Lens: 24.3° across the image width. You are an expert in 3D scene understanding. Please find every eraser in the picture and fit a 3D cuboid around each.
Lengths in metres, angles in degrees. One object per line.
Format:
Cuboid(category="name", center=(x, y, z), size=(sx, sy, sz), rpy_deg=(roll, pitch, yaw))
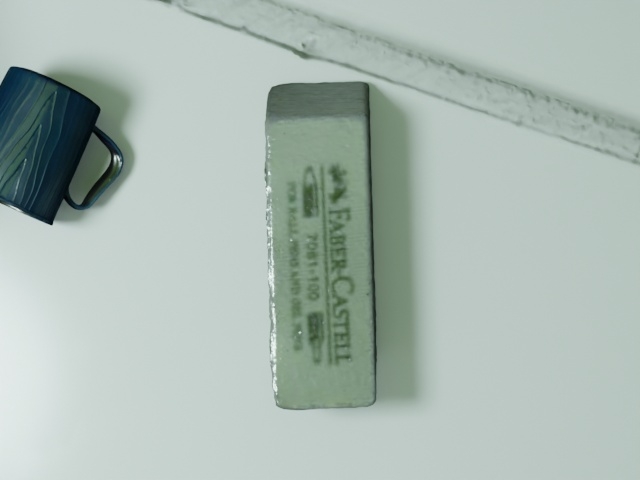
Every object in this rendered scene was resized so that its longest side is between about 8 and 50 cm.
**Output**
Cuboid(category="eraser", center=(0.000, 0.000, 1.559), size=(0.111, 0.077, 0.352), rpy_deg=(-2, 84, 5))

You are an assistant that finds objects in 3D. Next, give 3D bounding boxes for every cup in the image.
Cuboid(category="cup", center=(-0.299, -0.097, 1.587), size=(0.113, 0.150, 0.138), rpy_deg=(21, 84, 40))
